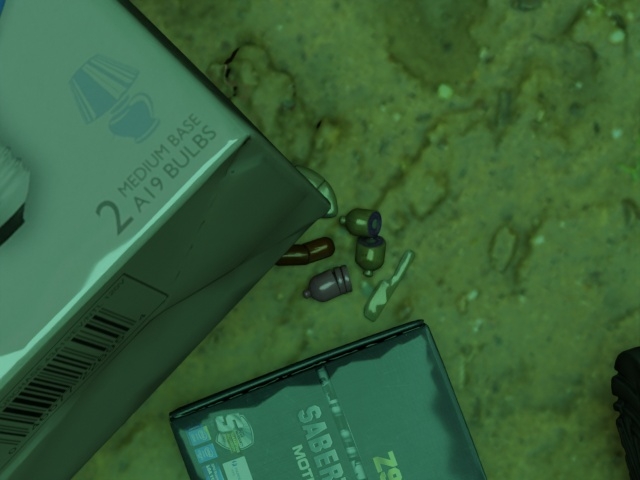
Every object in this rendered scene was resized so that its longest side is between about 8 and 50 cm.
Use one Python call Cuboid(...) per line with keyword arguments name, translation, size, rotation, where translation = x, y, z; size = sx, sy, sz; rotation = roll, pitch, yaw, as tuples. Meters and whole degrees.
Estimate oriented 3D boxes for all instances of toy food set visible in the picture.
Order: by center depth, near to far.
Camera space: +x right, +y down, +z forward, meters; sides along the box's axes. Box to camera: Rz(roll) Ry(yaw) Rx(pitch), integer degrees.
Cuboid(name="toy food set", translation=(0.000, 0.000, 1.179), size=(0.122, 0.019, 0.078), rotation=(32, 85, 0))

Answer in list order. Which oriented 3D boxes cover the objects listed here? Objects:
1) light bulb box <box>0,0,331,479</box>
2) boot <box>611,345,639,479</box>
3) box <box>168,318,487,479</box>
Cuboid(name="light bulb box", translation=(-0.255, -0.031, 0.983), size=(0.361, 0.225, 0.358), rotation=(43, 90, 14))
Cuboid(name="boot", translation=(0.436, 0.148, 1.095), size=(0.445, 0.146, 0.367), rotation=(-21, 115, -1))
Cuboid(name="box", translation=(0.023, 0.190, 1.147), size=(0.183, 0.059, 0.233), rotation=(-20, 88, -5))
